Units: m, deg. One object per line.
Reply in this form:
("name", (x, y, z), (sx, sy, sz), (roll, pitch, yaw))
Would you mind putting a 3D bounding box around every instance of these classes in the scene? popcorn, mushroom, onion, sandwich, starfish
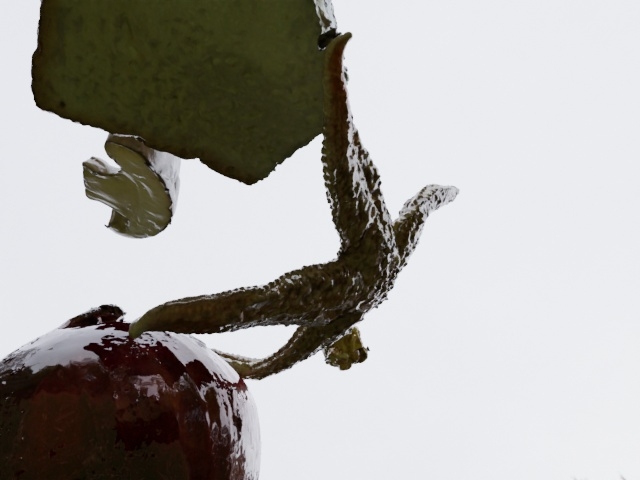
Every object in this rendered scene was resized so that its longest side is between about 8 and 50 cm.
("popcorn", (0.025, 0.162, 0.775), (0.084, 0.084, 0.084), (2, -71, 7))
("mushroom", (-0.310, -0.121, 0.898), (0.156, 0.151, 0.286), (20, -34, -11))
("onion", (-0.192, 0.186, 0.453), (0.276, 0.276, 0.276), (2, -71, 7))
("sandwich", (-0.120, -0.216, 0.548), (0.325, 0.131, 0.262), (17, -52, -13))
("starfish", (0.006, 0.009, 0.556), (0.398, 0.384, 0.132), (-43, -124, -1))
